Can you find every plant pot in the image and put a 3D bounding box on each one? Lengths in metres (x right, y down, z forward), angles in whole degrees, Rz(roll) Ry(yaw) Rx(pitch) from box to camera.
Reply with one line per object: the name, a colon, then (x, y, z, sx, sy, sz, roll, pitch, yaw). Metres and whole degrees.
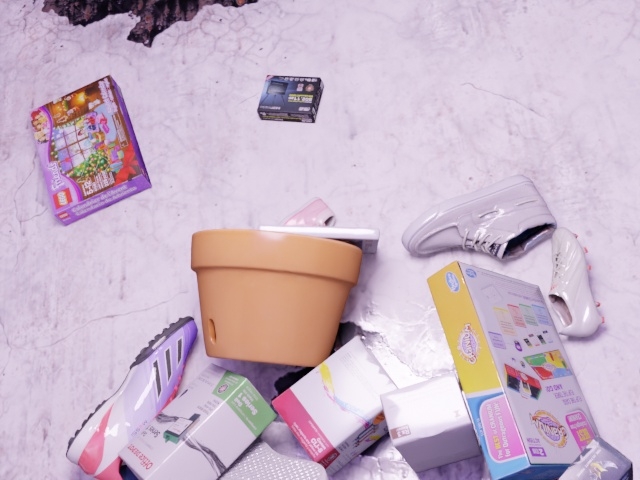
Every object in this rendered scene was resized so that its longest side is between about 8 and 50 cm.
plant pot: (-0.081, 0.104, 1.357, 0.291, 0.291, 0.203, 3, 81, 15)

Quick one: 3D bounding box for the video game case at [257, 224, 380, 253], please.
video game case: (0.000, 0.000, 1.410, 0.202, 0.183, 0.023, 2, 82, 3)

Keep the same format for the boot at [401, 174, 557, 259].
boot: (0.279, -0.016, 1.413, 0.258, 0.095, 0.123, -26, 54, -1)

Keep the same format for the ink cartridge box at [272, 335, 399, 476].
ink cartridge box: (0.039, 0.270, 1.312, 0.176, 0.128, 0.127, -38, 62, -6)

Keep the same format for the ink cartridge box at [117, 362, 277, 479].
ink cartridge box: (-0.202, 0.317, 1.309, 0.219, 0.092, 0.160, -43, 21, -21)

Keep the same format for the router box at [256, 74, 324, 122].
router box: (-0.062, -0.293, 1.671, 0.123, 0.038, 0.092, 5, 66, 16)

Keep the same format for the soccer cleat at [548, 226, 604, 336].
soccer cleat: (0.412, 0.067, 1.353, 0.076, 0.068, 0.196, -5, 65, -8)

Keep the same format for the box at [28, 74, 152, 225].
box: (-0.493, -0.196, 1.720, 0.201, 0.057, 0.293, -25, 61, 2)

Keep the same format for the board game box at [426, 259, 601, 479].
board game box: (0.300, 0.199, 1.223, 0.064, 0.242, 0.316, -36, 54, 33)

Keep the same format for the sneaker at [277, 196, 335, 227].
sneaker: (-0.030, -0.020, 1.519, 0.134, 0.051, 0.070, -40, 56, -12)

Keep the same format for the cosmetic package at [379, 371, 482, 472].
cosmetic package: (0.170, 0.279, 1.216, 0.117, 0.231, 0.085, -18, 61, 5)

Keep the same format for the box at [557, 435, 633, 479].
box: (0.307, 0.375, 1.038, 0.233, 0.183, 0.059, -45, 57, -9)

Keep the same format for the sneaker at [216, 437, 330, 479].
sneaker: (-0.075, 0.416, 1.285, 0.102, 0.161, 0.282, -35, 25, -31)

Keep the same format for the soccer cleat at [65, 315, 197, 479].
soccer cleat: (-0.300, 0.275, 1.413, 0.116, 0.108, 0.318, 35, 66, 6)

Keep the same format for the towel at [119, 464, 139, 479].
towel: (-0.314, 0.414, 1.385, 0.120, 0.029, 0.067, -13, 61, 8)
